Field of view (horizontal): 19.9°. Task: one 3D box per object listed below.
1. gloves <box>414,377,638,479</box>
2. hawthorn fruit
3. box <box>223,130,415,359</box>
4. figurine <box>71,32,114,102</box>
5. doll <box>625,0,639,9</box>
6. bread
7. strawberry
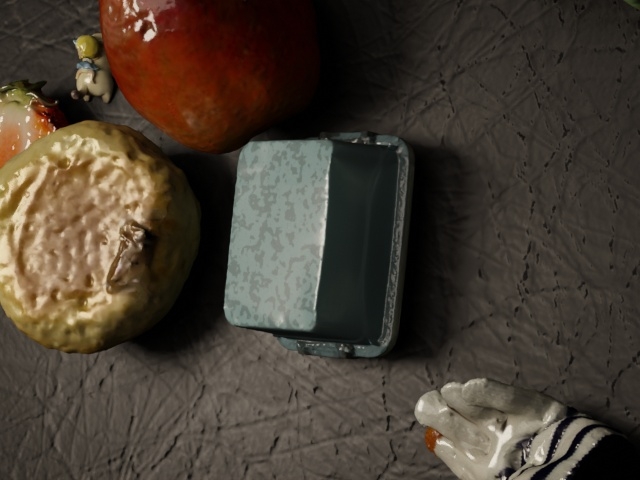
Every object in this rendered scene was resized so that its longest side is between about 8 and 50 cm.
[{"bbox_3d":[0.185,0.204,1.702,0.219,0.131,0.140,13,91,59],"label":"gloves"},{"bbox_3d":[-0.127,-0.217,1.831,0.224,0.261,0.224,-21,45,23],"label":"hawthorn fruit"},{"bbox_3d":[0.000,0.000,1.808,0.162,0.130,0.227,2,84,43],"label":"box"},{"bbox_3d":[-0.252,-0.193,2.011,0.047,0.050,0.083,2,85,23],"label":"figurine"},{"bbox_3d":[0.211,-0.342,1.677,0.216,0.284,0.268,-44,41,16],"label":"doll"},{"bbox_3d":[-0.234,-0.004,1.919,0.244,0.134,0.244,0,87,9],"label":"bread"},{"bbox_3d":[-0.331,-0.087,2.024,0.146,0.082,0.187,16,97,34],"label":"strawberry"}]
